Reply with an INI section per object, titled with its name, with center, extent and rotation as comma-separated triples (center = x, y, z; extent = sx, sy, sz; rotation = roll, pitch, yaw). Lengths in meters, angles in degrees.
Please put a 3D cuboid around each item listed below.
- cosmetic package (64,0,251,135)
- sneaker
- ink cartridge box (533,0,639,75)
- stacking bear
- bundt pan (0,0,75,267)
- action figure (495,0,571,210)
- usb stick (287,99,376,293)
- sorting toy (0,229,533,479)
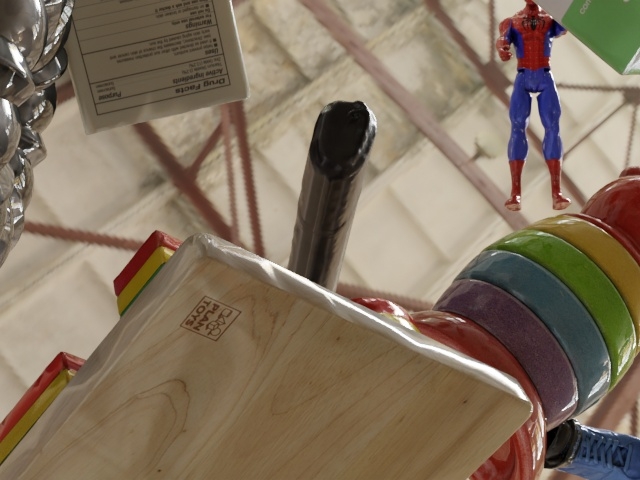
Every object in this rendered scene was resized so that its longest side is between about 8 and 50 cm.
[cosmetic package]
center = -0.175, -0.269, 1.065
extent = 0.160, 0.310, 0.113
rotation = -13, -157, -8
[sneaker]
center = 0.256, 0.201, 1.131
extent = 0.084, 0.152, 0.058
rotation = 32, -107, -55
[ink cartridge box]
center = 0.168, -0.198, 0.710
extent = 0.160, 0.093, 0.219
rotation = -10, -131, -45
[stacking bear]
center = 0.206, 0.050, 0.985
extent = 0.289, 0.164, 0.175
rotation = -37, -109, -25
[bundt pan]
center = -0.263, -0.100, 0.861
extent = 0.124, 0.331, 0.331
rotation = 14, -128, -7
[action figure]
center = 0.251, -0.184, 1.378
extent = 0.091, 0.139, 0.281
rotation = -2, -100, 7
[usb stick]
center = 0.000, 0.000, 0.931
extent = 0.045, 0.278, 0.077
rotation = 13, -126, 0
[sorting toy]
center = -0.052, 0.119, 0.719
extent = 0.255, 0.257, 0.089
rotation = 27, -156, -34
